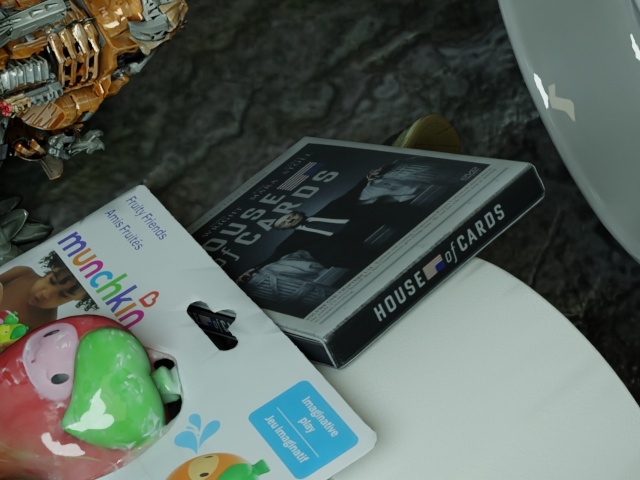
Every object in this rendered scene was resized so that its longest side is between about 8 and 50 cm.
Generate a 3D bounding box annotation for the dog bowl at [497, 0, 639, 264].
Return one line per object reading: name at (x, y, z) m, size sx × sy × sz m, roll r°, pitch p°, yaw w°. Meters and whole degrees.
dog bowl at (0.216, -0.128, 1.129) m, size 0.102 × 0.349 × 0.348 m, roll -24°, pitch 79°, yaw -6°

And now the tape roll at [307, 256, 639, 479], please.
tape roll at (0.073, 0.151, 1.046) m, size 0.169 × 0.246 × 0.246 m, roll -34°, pitch 83°, yaw -21°

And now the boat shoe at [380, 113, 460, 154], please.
boat shoe at (0.042, -0.022, 1.199) m, size 0.056 × 0.049 × 0.152 m, roll 47°, pitch 63°, yaw -16°

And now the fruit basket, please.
fruit basket at (-0.193, 0.111, 0.965) m, size 0.353 × 0.327 × 0.165 m, roll -35°, pitch 128°, yaw -9°

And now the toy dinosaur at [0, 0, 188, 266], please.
toy dinosaur at (-0.239, -0.079, 1.057) m, size 0.322 × 0.218 × 0.164 m, roll -6°, pitch 75°, yaw -16°

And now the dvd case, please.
dvd case at (0.000, 0.000, 1.087) m, size 0.179 × 0.239 × 0.029 m, roll -39°, pitch 117°, yaw -25°
